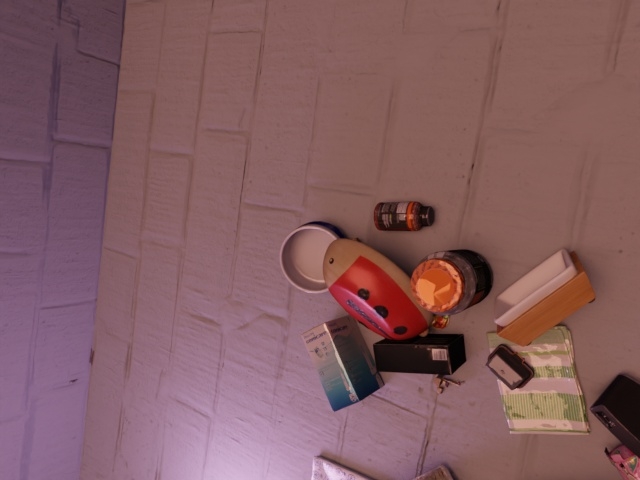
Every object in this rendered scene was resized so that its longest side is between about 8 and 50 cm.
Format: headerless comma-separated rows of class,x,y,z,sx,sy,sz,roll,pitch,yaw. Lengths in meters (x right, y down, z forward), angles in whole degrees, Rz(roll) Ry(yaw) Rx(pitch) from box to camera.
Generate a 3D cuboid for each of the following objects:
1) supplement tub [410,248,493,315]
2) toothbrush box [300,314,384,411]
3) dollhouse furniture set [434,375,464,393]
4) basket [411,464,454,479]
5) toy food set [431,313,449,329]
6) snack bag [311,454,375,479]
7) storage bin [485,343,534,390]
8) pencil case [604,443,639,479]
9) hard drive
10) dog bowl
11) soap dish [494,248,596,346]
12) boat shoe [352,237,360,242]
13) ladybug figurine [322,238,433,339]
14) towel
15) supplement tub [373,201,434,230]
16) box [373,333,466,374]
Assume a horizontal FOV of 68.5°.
supplement tub,0.408,0.126,1.463,0.193,0.316,0.194,0,90,32
toothbrush box,0.084,0.441,1.730,0.126,0.216,0.296,-31,75,28
dollhouse furniture set,0.428,0.493,1.577,0.081,0.114,0.091,16,97,26
basket,0.316,0.972,1.514,0.331,0.266,0.329,-44,59,25
toy food set,0.408,0.268,1.639,0.083,0.020,0.083,26,104,29
snack bag,0.092,1.057,1.840,0.322,0.037,0.343,9,96,31
storage bin,0.583,0.394,1.454,0.135,0.091,0.098,44,113,26
pencil case,0.909,0.690,1.272,0.124,0.124,0.284,-37,72,27
hard drive,0.887,0.499,1.267,0.172,0.054,0.255,-35,64,-20
dog bowl,-0.017,0.062,1.806,0.264,0.104,0.265,4,105,15
soap dish,0.651,0.168,1.377,0.118,0.229,0.291,46,114,5
boat shoe,0.167,0.045,1.774,0.045,0.050,0.136,-30,85,25
ladybug figurine,0.180,0.184,1.591,0.449,0.162,0.305,39,150,6
towel,0.675,0.438,1.466,0.247,0.038,0.325,-14,83,32
supplement tub,0.294,-0.084,1.656,0.197,0.106,0.106,2,92,32
box,0.337,0.380,1.590,0.261,0.184,0.103,-7,90,32
